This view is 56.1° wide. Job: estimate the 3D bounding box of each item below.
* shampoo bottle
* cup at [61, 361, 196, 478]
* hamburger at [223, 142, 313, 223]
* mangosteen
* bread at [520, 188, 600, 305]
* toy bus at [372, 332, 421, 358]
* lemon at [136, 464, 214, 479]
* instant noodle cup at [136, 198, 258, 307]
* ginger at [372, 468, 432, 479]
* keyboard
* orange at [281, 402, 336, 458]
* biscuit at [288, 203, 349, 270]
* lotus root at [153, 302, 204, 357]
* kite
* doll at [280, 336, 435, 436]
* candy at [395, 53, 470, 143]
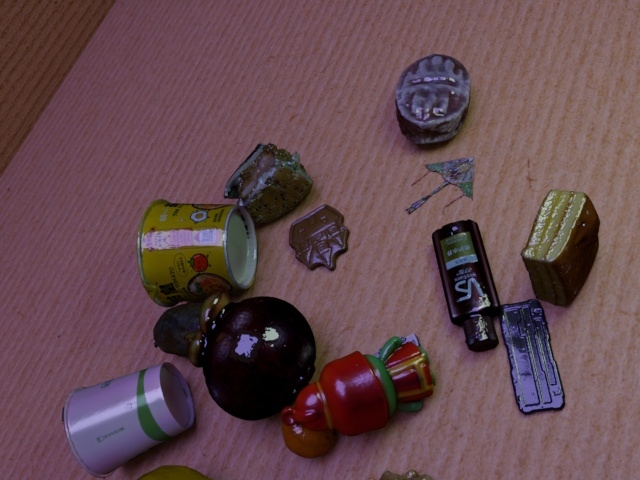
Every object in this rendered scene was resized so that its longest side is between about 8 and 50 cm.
[{"bbox_3d":[0.360,0.107,1.468,0.129,0.084,0.323,-18,56,20],"label":"shampoo bottle"},{"bbox_3d":[-0.499,0.461,1.605,0.273,0.253,0.253,-25,53,3],"label":"cup"},{"bbox_3d":[-0.148,-0.167,1.838,0.288,0.192,0.168,-45,41,30],"label":"hamburger"},{"bbox_3d":[-0.182,0.276,1.492,0.346,0.307,0.307,22,73,17],"label":"mangosteen"},{"bbox_3d":[0.540,0.022,1.331,0.110,0.234,0.184,20,72,36],"label":"bread"},{"bbox_3d":[0.186,0.279,1.482,0.130,0.037,0.052,-30,55,9],"label":"toy bus"},{"bbox_3d":[-0.327,0.667,1.363,0.285,0.285,0.316,-49,24,-7],"label":"lemon"},{"bbox_3d":[-0.341,0.030,1.745,0.253,0.326,0.326,-4,60,14],"label":"instant noodle cup"},{"bbox_3d":[0.151,0.577,1.294,0.115,0.081,0.205,34,70,5],"label":"ginger"},{"bbox_3d":[0.476,0.258,1.360,0.106,0.016,0.263,-15,57,19],"label":"keyboard"},{"bbox_3d":[-0.028,0.453,1.434,0.135,0.118,0.136,10,38,-7],"label":"orange"},{"bbox_3d":[-0.001,-0.001,1.746,0.182,0.034,0.215,-30,52,8],"label":"biscuit"},{"bbox_3d":[-0.347,0.251,1.698,0.274,0.152,0.160,-5,56,24],"label":"lotus root"},{"bbox_3d":[0.342,-0.151,1.679,0.244,0.006,0.198,-41,52,-1],"label":"kite"},{"bbox_3d":[0.084,0.348,1.363,0.362,0.183,0.160,-17,9,-6],"label":"doll"},{"bbox_3d":[0.326,-0.409,1.749,0.214,0.157,0.290,7,58,14],"label":"candy"}]
